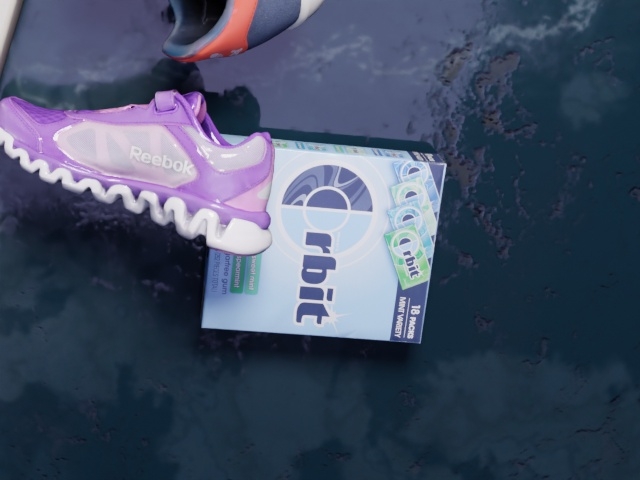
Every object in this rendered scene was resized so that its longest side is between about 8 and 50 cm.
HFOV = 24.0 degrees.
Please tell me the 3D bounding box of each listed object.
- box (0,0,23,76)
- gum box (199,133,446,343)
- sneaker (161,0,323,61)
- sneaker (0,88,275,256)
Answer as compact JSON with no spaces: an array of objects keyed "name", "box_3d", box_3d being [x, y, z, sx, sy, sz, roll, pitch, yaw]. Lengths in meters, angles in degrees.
[{"name":"box","box_3d":[-0.265,-0.190,1.112,0.094,0.113,0.275,18,102,-11]},{"name":"gum box","box_3d":[0.000,0.000,1.235,0.184,0.041,0.157,5,105,-8]},{"name":"sneaker","box_3d":[-0.121,-0.288,1.066,0.148,0.131,0.350,-36,110,-30]},{"name":"sneaker","box_3d":[-0.135,-0.074,1.157,0.236,0.095,0.104,20,101,4]}]
